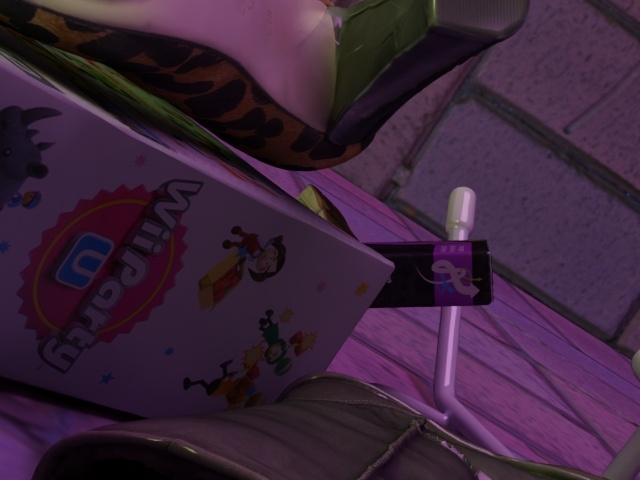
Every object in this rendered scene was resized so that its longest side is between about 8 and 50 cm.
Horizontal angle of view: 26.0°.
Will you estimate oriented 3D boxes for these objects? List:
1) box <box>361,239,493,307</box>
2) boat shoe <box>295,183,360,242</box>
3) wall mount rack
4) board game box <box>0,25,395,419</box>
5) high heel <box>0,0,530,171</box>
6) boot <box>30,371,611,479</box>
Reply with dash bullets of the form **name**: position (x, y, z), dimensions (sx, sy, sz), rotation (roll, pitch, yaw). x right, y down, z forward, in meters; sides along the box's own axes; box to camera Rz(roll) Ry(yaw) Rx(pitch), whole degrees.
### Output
- **box**: position (0.004, 0.016, 0.695), dimensions (0.162, 0.029, 0.116), rotation (-3, 3, 6)
- **boat shoe**: position (-0.001, -0.001, 1.179), dimensions (0.056, 0.048, 0.153), rotation (44, 8, -25)
- **wall mount rack**: position (0.178, 0.107, 0.789), dimensions (0.350, 0.130, 0.304), rotation (32, 6, -22)
- **board game box**: position (-0.146, -0.046, 0.488), dimensions (0.224, 0.097, 0.303), rotation (38, 8, 39)
- **high heel**: position (-0.081, -0.085, 0.495), dimensions (0.261, 0.093, 0.186), rotation (14, -16, -20)
- **boot**: position (0.034, 0.095, 0.407), dimensions (0.190, 0.076, 0.208), rotation (21, -2, 10)
